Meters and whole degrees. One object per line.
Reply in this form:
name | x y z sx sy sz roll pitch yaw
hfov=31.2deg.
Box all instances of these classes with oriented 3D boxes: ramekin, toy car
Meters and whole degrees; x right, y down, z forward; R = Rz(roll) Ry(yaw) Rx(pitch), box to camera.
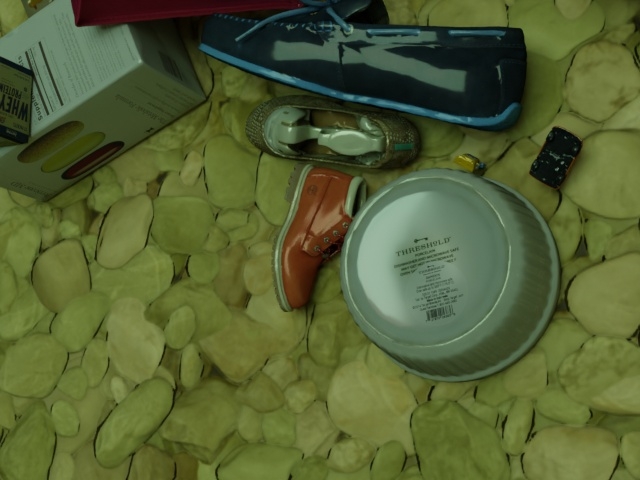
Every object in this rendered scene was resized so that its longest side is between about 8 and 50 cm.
ramekin | 0.117 0.028 1.091 0.207 0.109 0.207 -5 77 22
toy car | 0.196 -0.090 1.117 0.122 0.040 0.060 14 106 24

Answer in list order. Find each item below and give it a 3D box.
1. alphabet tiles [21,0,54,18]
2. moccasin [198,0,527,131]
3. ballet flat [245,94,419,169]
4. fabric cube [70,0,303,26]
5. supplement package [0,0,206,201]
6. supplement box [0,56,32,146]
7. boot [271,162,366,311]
alphabet tiles | -0.297 -0.358 1.414 0.198 0.009 0.237 -32 68 14
moccasin | 0.046 -0.198 1.169 0.342 0.138 0.117 14 97 13
ballet flat | 0.000 -0.113 1.191 0.206 0.067 0.073 6 101 27
fabric cube | -0.140 -0.399 1.149 0.254 0.259 0.258 -9 68 -17
supplement package | -0.280 -0.169 1.293 0.244 0.139 0.134 -30 68 17
supplement box | -0.358 -0.144 1.214 0.083 0.056 0.083 -4 79 25
boot | 0.000 0.000 1.179 0.084 0.059 0.158 9 81 20
